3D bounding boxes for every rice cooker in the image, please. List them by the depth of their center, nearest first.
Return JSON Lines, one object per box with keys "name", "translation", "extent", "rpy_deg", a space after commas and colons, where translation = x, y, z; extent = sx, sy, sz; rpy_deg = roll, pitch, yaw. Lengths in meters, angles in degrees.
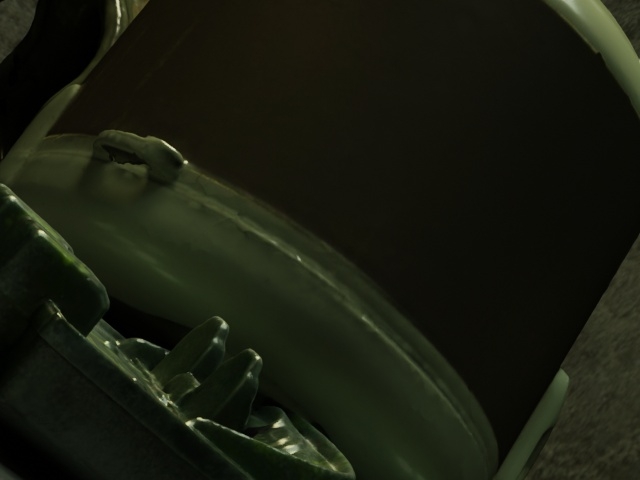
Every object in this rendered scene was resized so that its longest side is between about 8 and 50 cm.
{"name": "rice cooker", "translation": [0.000, 0.000, 0.974], "extent": [0.335, 0.325, 0.335], "rpy_deg": [28, -24, 13]}

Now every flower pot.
{"name": "flower pot", "translation": [-0.154, -0.069, 1.368], "extent": [0.213, 0.302, 0.302], "rpy_deg": [25, 3, -23]}

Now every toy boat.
{"name": "toy boat", "translation": [-0.036, 0.103, 0.757], "extent": [0.319, 0.092, 0.141], "rpy_deg": [43, -4, -25]}
